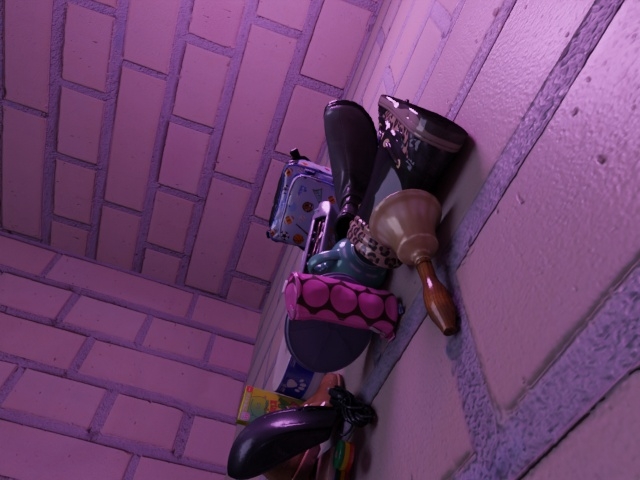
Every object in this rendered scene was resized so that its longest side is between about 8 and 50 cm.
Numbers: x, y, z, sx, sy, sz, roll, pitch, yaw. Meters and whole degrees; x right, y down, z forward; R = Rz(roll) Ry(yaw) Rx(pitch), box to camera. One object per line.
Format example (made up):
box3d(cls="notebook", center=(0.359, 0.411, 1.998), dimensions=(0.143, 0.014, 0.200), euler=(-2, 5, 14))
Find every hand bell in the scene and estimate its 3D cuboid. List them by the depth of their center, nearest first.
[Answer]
box3d(cls="hand bell", center=(0.159, 0.042, 0.769), dimensions=(0.242, 0.126, 0.126), euler=(-102, 29, -49))

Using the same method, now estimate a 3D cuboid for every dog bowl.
box3d(cls="dog bowl", center=(-0.047, 0.309, 1.435), dimensions=(0.265, 0.104, 0.265), euler=(-161, 90, -81))

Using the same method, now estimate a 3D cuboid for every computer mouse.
box3d(cls="computer mouse", center=(-0.051, 0.332, 0.920), dimensions=(0.072, 0.272, 0.188), euler=(67, 167, -2))

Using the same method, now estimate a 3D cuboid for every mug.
box3d(cls="mug", center=(0.068, 0.058, 1.066), dimensions=(0.157, 0.129, 0.097), euler=(-21, -24, -46))

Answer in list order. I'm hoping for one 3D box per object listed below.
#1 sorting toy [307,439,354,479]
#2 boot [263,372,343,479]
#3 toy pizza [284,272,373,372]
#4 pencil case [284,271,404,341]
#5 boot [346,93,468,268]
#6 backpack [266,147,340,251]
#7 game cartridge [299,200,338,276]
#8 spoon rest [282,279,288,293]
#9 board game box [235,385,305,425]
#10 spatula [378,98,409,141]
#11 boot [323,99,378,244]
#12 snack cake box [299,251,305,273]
box3d(cls="sorting toy", center=(0.013, 0.457, 0.914), dimensions=(0.275, 0.046, 0.132), euler=(115, 169, -54))
box3d(cls="boot", center=(-0.037, 0.370, 1.063), dimensions=(0.112, 0.115, 0.305), euler=(-66, -7, 33))
box3d(cls="toy pizza", center=(0.019, 0.161, 1.003), dimensions=(0.032, 0.201, 0.202), euler=(18, 90, 63))
box3d(cls="pencil case", center=(0.038, 0.121, 0.918), dimensions=(0.095, 0.209, 0.098), euler=(119, 158, -50))
box3d(cls="boot", center=(0.149, -0.131, 1.028), dimensions=(0.377, 0.138, 0.285), euler=(-108, 37, -67))
box3d(cls="backpack", center=(0.003, -0.085, 1.420), dimensions=(0.213, 0.263, 0.277), euler=(-109, 34, -68))
box3d(cls="game cartridge", center=(0.029, 0.073, 1.209), dimensions=(0.062, 0.198, 0.297), euler=(-17, 40, 28))
box3d(cls="spoon rest", center=(-0.065, 0.199, 1.948), dimensions=(0.276, 0.084, 0.138), euler=(6, 79, 68))
box3d(cls="board game box", center=(-0.123, 0.456, 1.345), dimensions=(0.043, 0.181, 0.092), euler=(120, 166, -54))
box3d(cls="spatula", center=(0.196, -0.318, 1.439), dimensions=(0.296, 0.030, 0.084), euler=(132, 157, -71))
box3d(cls="boot", center=(0.071, -0.121, 1.141), dimensions=(0.223, 0.118, 0.338), euler=(-77, -25, -44))
box3d(cls="snack cake box", center=(0.000, 0.000, 1.842), dimensions=(0.265, 0.089, 0.152), euler=(-80, 12, -46))
